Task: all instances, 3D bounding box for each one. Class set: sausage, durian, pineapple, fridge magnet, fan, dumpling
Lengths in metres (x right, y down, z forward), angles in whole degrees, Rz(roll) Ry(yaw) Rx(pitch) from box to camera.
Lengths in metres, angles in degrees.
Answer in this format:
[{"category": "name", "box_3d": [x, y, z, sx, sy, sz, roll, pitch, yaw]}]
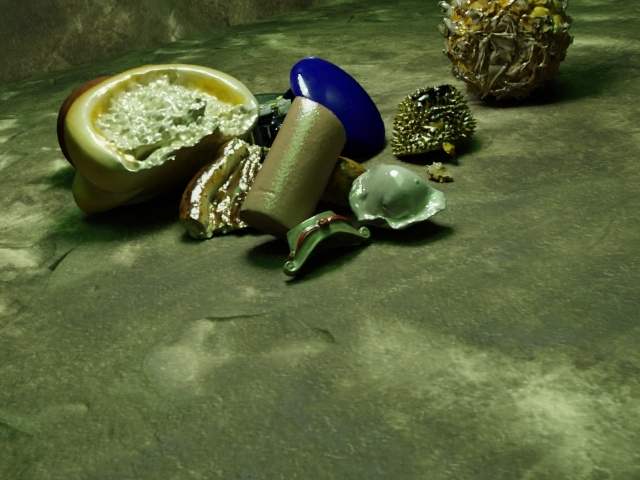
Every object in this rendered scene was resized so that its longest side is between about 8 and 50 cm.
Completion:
[{"category": "sausage", "box_3d": [-0.042, -0.128, 1.539, 0.123, 0.123, 0.253, 10, 68, 37]}, {"category": "durian", "box_3d": [0.241, -0.260, 1.863, 0.193, 0.138, 0.237, -13, 25, -11]}, {"category": "pineapple", "box_3d": [0.235, -0.136, 1.732, 0.045, 0.019, 0.083, -8, 26, -5]}, {"category": "fridge magnet", "box_3d": [0.035, -0.298, 1.938, 0.112, 0.265, 0.265, -41, 4, 35]}, {"category": "pineapple", "box_3d": [0.451, -0.515, 2.138, 0.352, 0.353, 0.300, -1, 32, 18]}, {"category": "fan", "box_3d": [-0.221, -0.383, 2.463, 0.223, 0.012, 0.294, 12, 30, 40]}, {"category": "dumpling", "box_3d": [0.127, -0.065, 1.519, 0.188, 0.108, 0.127, 26, 65, 31]}]

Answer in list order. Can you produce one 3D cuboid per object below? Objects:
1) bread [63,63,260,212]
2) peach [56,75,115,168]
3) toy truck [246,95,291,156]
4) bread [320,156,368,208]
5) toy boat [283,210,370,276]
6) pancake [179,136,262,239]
[{"category": "bread", "box_3d": [-0.323, -0.209, 1.820, 0.424, 0.245, 0.329, -29, 42, -35]}, {"category": "peach", "box_3d": [-0.502, -0.273, 2.046, 0.252, 0.253, 0.252, -7, 24, 3]}, {"category": "toy truck", "box_3d": [-0.090, -0.290, 2.065, 0.272, 0.124, 0.157, -25, 22, -35]}, {"category": "bread", "box_3d": [0.005, -0.125, 1.673, 0.211, 0.083, 0.114, 16, -11, 45]}, {"category": "toy boat", "box_3d": [0.000, -0.001, 1.447, 0.185, 0.071, 0.089, -25, -14, -34]}, {"category": "pancake", "box_3d": [-0.150, -0.101, 1.652, 0.244, 0.057, 0.266, 14, 55, 33]}]
